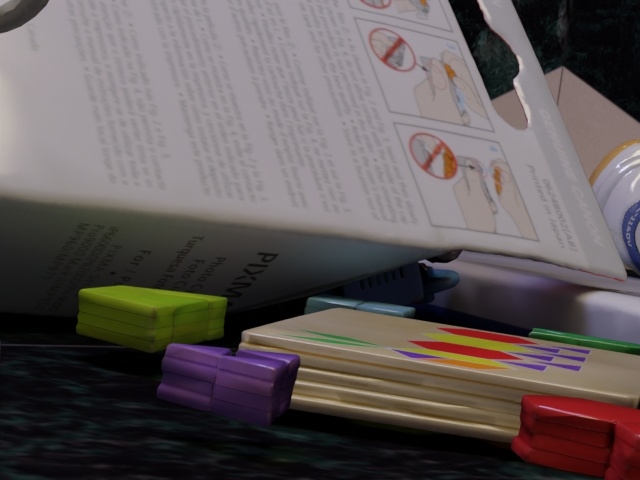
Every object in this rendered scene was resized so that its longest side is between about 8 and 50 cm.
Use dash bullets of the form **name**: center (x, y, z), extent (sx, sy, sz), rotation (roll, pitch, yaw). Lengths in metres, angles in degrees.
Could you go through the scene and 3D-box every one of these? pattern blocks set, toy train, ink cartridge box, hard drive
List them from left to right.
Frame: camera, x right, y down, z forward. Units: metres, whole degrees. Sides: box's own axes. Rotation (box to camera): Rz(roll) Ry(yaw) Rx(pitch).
- **ink cartridge box**: center (-0.050, -0.101, 0.868), extent (0.385, 0.308, 0.091), rotation (8, -40, -36)
- **toy train**: center (0.000, 0.000, 0.952), extent (0.105, 0.080, 0.184), rotation (-14, 10, -34)
- **pattern blocks set**: center (0.049, 0.051, 0.622), extent (0.285, 0.026, 0.325), rotation (9, 3, 20)
- **hard drive**: center (0.167, 0.043, 0.994), extent (0.210, 0.040, 0.318), rotation (7, 3, -32)

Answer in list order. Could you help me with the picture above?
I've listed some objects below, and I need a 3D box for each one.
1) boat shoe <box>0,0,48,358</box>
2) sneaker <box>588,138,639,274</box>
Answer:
- **boat shoe**: center (-0.120, -0.024, 0.312), extent (0.136, 0.156, 0.367), rotation (8, 3, -12)
- **sneaker**: center (0.320, 0.032, 1.157), extent (0.296, 0.112, 0.131), rotation (17, 19, -18)
